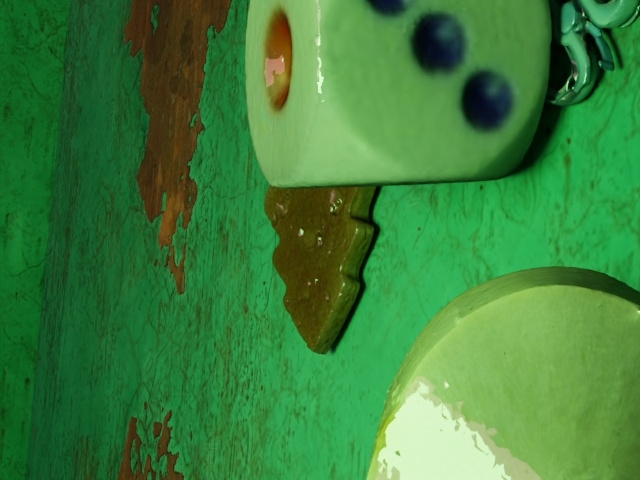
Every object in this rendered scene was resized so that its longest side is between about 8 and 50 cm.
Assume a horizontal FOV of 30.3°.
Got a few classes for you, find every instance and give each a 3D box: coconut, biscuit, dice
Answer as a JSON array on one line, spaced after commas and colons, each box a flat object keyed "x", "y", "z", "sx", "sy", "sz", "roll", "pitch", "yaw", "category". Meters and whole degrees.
[{"x": 0.180, "y": 0.170, "z": 0.884, "sx": 0.323, "sy": 0.323, "sz": 0.323, "roll": -24, "pitch": 62, "yaw": 58, "category": "coconut"}, {"x": 0.001, "y": 0.000, "z": 1.559, "sx": 0.278, "sy": 0.043, "sz": 0.302, "roll": -12, "pitch": 74, "yaw": 58, "category": "biscuit"}, {"x": 0.072, "y": -0.184, "z": 1.214, "sx": 0.243, "sy": 0.251, "sz": 0.259, "roll": -172, "pitch": 80, "yaw": -70, "category": "dice"}]

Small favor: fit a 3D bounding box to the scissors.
[{"x": 0.225, "y": -0.306, "z": 1.230, "sx": 0.180, "sy": 0.032, "sz": 0.393, "roll": -58, "pitch": 37, "yaw": 39, "category": "scissors"}]
